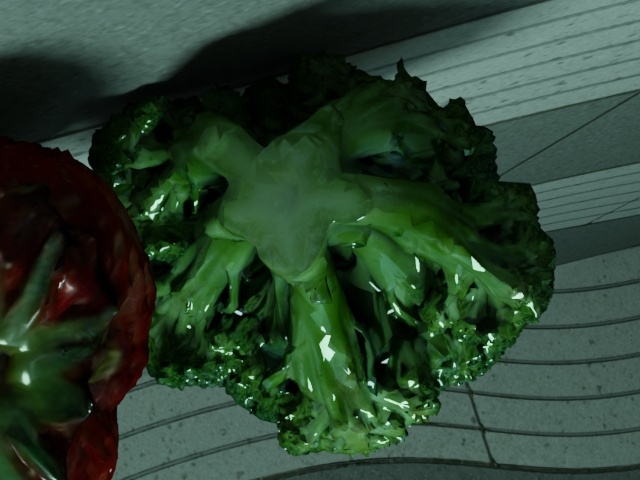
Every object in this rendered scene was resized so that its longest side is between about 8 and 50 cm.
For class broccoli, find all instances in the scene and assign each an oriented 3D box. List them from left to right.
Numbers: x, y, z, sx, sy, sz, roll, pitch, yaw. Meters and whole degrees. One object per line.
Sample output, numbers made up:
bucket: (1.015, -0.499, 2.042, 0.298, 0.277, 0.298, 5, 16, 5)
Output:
broccoli: (0.000, 0.000, 1.112, 0.294, 0.265, 0.245, 6, 169, 19)

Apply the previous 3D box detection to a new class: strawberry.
strawberry: (-0.220, 0.046, 1.040, 0.238, 0.250, 0.288, 18, -168, -16)
